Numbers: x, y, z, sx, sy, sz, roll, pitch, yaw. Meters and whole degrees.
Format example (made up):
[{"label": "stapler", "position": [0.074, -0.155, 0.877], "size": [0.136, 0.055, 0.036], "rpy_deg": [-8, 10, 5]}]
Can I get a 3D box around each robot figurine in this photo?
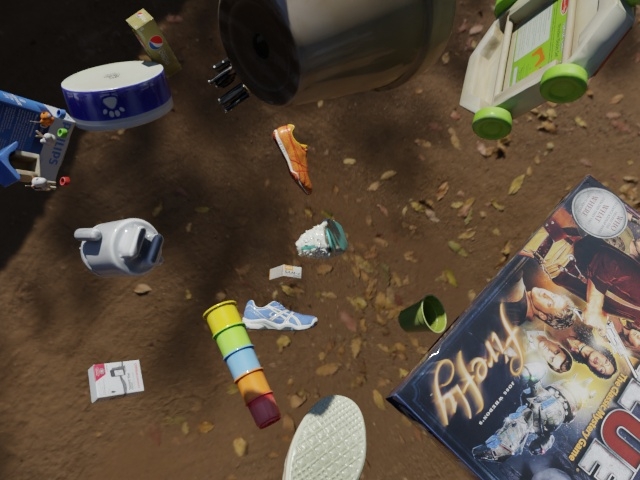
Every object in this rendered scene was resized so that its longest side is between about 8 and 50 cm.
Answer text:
[{"label": "robot figurine", "position": [-0.699, 0.031, 1.778], "size": [0.354, 0.300, 0.199], "rpy_deg": [-5, 60, 39]}]

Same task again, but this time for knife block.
[{"label": "knife block", "position": [-0.187, -0.488, 1.513], "size": [0.276, 0.088, 0.242], "rpy_deg": [14, 98, 8]}]

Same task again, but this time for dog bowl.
[{"label": "dog bowl", "position": [-0.536, -0.389, 1.350], "size": [0.265, 0.104, 0.265], "rpy_deg": [-4, 35, 3]}]

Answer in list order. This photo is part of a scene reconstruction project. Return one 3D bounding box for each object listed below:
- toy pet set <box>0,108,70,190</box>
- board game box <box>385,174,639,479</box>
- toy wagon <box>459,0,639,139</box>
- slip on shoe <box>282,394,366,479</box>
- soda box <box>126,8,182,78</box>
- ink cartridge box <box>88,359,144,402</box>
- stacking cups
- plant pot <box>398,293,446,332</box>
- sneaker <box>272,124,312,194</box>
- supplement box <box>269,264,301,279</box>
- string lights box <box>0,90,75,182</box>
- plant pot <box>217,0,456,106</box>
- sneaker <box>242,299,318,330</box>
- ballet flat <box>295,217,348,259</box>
[{"label": "toy pet set", "position": [-0.443, -0.132, 0.763], "size": [0.114, 0.065, 0.122], "rpy_deg": [-13, 80, 29]}, {"label": "board game box", "position": [0.192, 0.086, 0.380], "size": [0.165, 0.042, 0.243], "rpy_deg": [42, 73, 12]}, {"label": "toy wagon", "position": [0.337, -0.297, 0.710], "size": [0.068, 0.344, 0.267], "rpy_deg": [27, 65, -22]}, {"label": "slip on shoe", "position": [-0.009, 0.401, 0.785], "size": [0.123, 0.101, 0.331], "rpy_deg": [17, 54, -2]}, {"label": "soda box", "position": [-0.456, -0.539, 1.404], "size": [0.058, 0.181, 0.061], "rpy_deg": [-40, 63, -8]}, {"label": "ink cartridge box", "position": [-0.658, 0.452, 1.639], "size": [0.150, 0.063, 0.109], "rpy_deg": [3, 59, -42]}, {"label": "stacking cups", "position": [-0.189, 0.308, 1.262], "size": [0.096, 0.096, 0.316], "rpy_deg": [-28, 71, -5]}, {"label": "plant pot", "position": [0.212, 0.164, 1.085], "size": [0.083, 0.079, 0.083], "rpy_deg": [20, 59, -37]}, {"label": "sneaker", "position": [-0.051, -0.189, 1.199], "size": [0.067, 0.064, 0.175], "rpy_deg": [-25, 109, -7]}, {"label": "supplement box", "position": [-0.109, 0.103, 1.558], "size": [0.062, 0.098, 0.036], "rpy_deg": [10, 73, -29]}, {"label": "string lights box", "position": [-0.585, -0.195, 0.880], "size": [0.077, 0.260, 0.133], "rpy_deg": [37, 106, 38]}, {"label": "plant pot", "position": [0.002, -0.360, 0.814], "size": [0.280, 0.323, 0.323], "rpy_deg": [-37, 78, -29]}, {"label": "sneaker", "position": [-0.110, 0.209, 1.400], "size": [0.211, 0.080, 0.081], "rpy_deg": [5, 79, -11]}, {"label": "ballet flat", "position": [0.000, 0.000, 1.771], "size": [0.147, 0.409, 0.147], "rpy_deg": [0, 91, 11]}]
